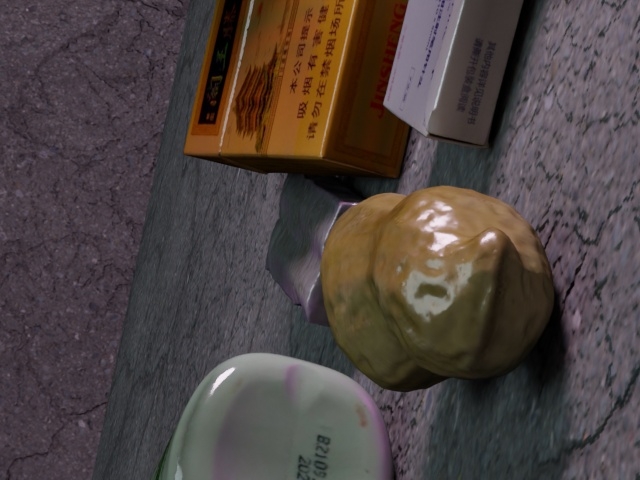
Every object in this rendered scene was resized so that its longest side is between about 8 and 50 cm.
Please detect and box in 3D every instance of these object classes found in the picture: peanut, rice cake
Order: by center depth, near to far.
[{"bbox_3d":[0.064,0.025,1.064,0.263,0.101,0.117,165,98,-75],"label":"peanut"},{"bbox_3d":[0.000,0.002,1.575,0.298,0.050,0.106,-135,60,-78],"label":"rice cake"}]

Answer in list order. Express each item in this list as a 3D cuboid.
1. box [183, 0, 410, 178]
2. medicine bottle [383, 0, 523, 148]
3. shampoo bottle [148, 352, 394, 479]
[{"bbox_3d":[-0.013,-0.143,1.562,0.274,0.076,0.174,7,83,63],"label":"box"},{"bbox_3d":[0.101,-0.169,1.261,0.171,0.052,0.201,-122,45,-76],"label":"medicine bottle"},{"bbox_3d":[-0.067,0.228,1.347,0.349,0.151,0.222,118,161,-56],"label":"shampoo bottle"}]
